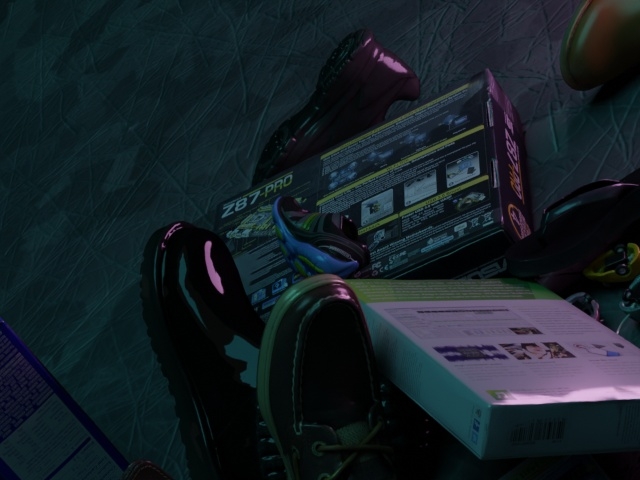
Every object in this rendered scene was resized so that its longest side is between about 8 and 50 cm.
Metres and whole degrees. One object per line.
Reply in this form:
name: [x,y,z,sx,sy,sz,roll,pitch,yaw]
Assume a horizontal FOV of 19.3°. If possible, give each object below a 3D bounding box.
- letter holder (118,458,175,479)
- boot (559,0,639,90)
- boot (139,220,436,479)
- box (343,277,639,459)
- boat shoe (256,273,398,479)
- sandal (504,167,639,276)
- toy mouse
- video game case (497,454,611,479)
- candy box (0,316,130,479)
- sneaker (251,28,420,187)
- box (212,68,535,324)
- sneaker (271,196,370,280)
letter holder: [-0.167,0.357,1.698,0.152,0.302,0.214,-6,42,42]
boot: [0.428,-0.250,2.143,0.283,0.109,0.220,-36,33,-13]
boot: [-0.030,0.106,1.974,0.260,0.131,0.348,-25,73,26]
box: [0.177,0.112,1.767,0.232,0.058,0.322,0,20,-25]
boat shoe: [0.026,0.199,1.721,0.123,0.342,0.123,-15,25,-30]
sandal: [0.293,-0.041,1.970,0.254,0.054,0.097,-32,17,-14]
toy mouse: [0.296,0.064,1.893,0.161,0.031,0.143,-27,31,17]
video game case: [0.183,0.286,1.712,0.212,0.023,0.193,-37,30,2]
candy box: [-0.344,0.189,2.100,0.122,0.317,0.268,-41,31,-11]
sneaker: [0.016,-0.123,2.372,0.286,0.130,0.109,-51,17,21]
box: [0.050,-0.004,2.180,0.395,0.097,0.318,-26,34,19]
sneaker: [0.000,0.000,2.086,0.078,0.067,0.188,-23,28,-15]
